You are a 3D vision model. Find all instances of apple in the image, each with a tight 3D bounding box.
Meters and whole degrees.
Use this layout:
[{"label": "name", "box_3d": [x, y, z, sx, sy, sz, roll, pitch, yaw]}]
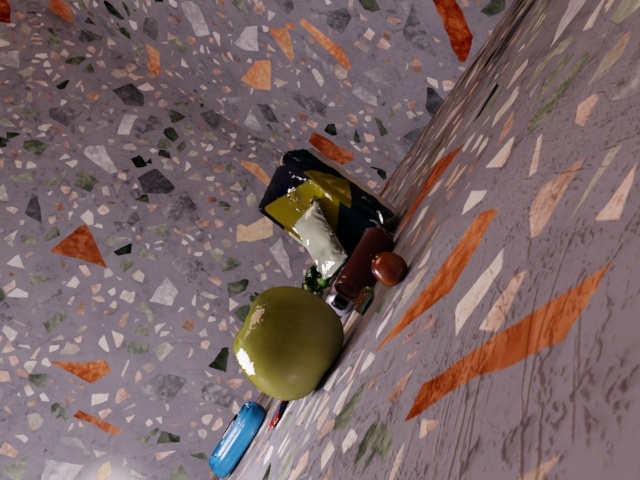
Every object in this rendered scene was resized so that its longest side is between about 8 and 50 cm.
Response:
[{"label": "apple", "box_3d": [-0.082, 0.257, 1.401, 0.292, 0.254, 0.292, -63, 0, 1]}]

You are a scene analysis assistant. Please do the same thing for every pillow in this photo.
[{"label": "pillow", "box_3d": [0.000, 0.000, 1.737, 0.051, 0.229, 0.128, -3, -33, -50]}]

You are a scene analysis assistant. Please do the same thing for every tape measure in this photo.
[{"label": "tape measure", "box_3d": [0.075, 0.143, 1.697, 0.178, 0.105, 0.196, -59, 1, -2]}]

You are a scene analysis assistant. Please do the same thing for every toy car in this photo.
[{"label": "toy car", "box_3d": [0.109, 0.150, 1.411, 0.059, 0.035, 0.122, -62, 1, 10]}]

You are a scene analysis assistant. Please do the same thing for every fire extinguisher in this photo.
[{"label": "fire extinguisher", "box_3d": [0.137, 0.041, 1.558, 0.269, 0.105, 0.105, -57, -1, -27]}]

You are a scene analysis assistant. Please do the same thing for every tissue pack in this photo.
[{"label": "tissue pack", "box_3d": [0.024, -0.107, 1.896, 0.253, 0.416, 0.264, -26, -28, -58]}]

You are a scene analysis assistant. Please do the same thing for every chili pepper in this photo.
[{"label": "chili pepper", "box_3d": [0.015, 0.162, 2.012, 0.174, 0.165, 0.261, -46, -30, -26]}]

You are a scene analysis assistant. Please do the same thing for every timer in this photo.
[{"label": "timer", "box_3d": [-0.357, 0.843, 2.345, 0.309, 0.115, 0.340, -55, -1, -11]}]

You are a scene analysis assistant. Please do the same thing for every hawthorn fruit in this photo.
[{"label": "hawthorn fruit", "box_3d": [0.143, 0.059, 1.147, 0.077, 0.077, 0.077, -58, 0, 0]}]

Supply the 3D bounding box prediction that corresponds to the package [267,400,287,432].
[{"label": "package", "box_3d": [-0.126, 0.547, 1.828, 0.083, 0.022, 0.200, -59, 0, 33]}]
